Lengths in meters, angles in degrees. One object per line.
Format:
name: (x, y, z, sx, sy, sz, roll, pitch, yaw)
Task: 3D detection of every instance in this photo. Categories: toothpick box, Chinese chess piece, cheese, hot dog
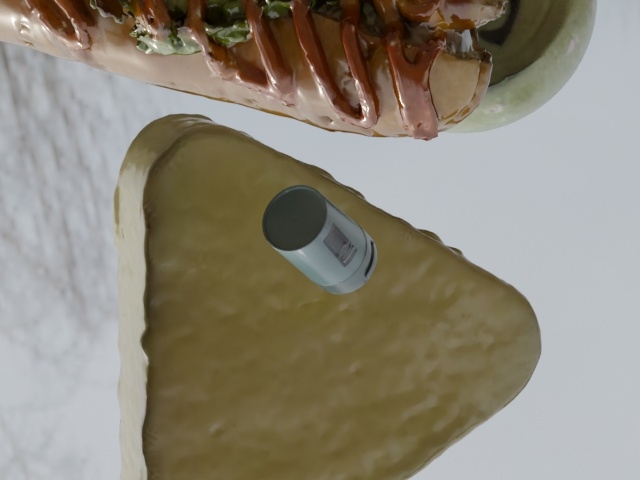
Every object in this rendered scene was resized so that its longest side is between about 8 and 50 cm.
toothpick box: (0.000, 0.000, 1.362, 0.052, 0.083, 0.052, -11, -116, 23)
Chinese chess piece: (0.134, -0.224, 1.834, 0.250, 0.250, 0.101, -2, 164, 15)
cheese: (0.009, 0.088, 1.590, 0.384, 0.384, 0.104, -18, -164, -19)
hot dog: (-0.066, -0.154, 0.999, 0.349, 0.158, 0.117, 19, 178, 26)
